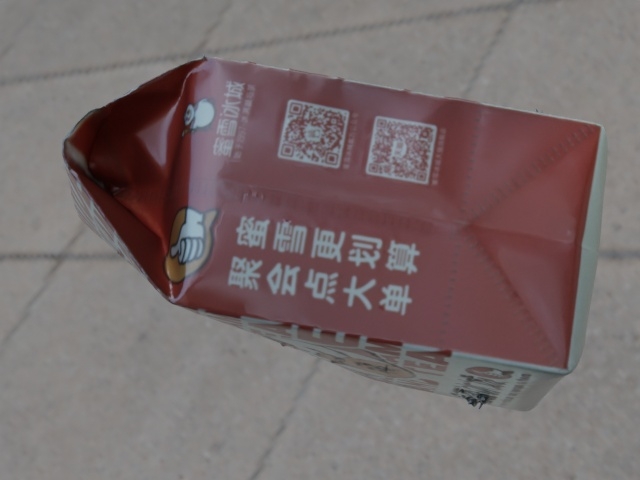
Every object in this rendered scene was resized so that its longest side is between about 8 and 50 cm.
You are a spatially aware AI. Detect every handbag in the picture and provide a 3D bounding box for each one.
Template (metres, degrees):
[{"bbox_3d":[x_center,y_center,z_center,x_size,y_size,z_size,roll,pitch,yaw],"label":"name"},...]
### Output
[{"bbox_3d":[0.000,0.000,0.912,0.171,0.298,0.151,89,-171,-77],"label":"handbag"}]
